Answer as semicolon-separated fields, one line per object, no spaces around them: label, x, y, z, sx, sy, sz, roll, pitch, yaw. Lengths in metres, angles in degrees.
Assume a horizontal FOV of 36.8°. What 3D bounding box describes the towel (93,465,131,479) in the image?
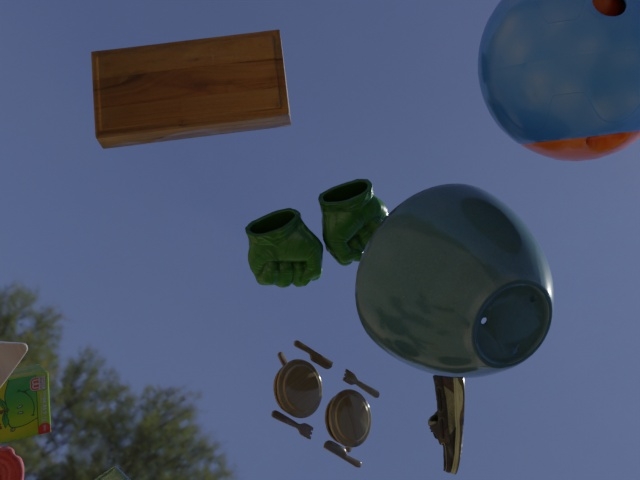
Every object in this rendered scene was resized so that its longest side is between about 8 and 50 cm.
towel;-0.283;0.512;1.484;0.248;0.038;0.325;-37;-75;20

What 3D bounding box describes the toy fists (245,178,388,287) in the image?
toy fists;0.000;0.000;1.786;0.096;0.279;0.142;49;-20;56

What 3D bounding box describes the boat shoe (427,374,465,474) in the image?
boat shoe;0.256;0.369;1.961;0.073;0.080;0.223;3;-73;9

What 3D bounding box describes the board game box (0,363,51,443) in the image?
board game box;-0.470;0.237;1.330;0.043;0.181;0.092;18;-69;52

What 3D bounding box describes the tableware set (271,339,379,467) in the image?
tableware set;-0.001;0.245;1.439;0.194;0.128;0.039;36;-33;-30

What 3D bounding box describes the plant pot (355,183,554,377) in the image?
plant pot;0.223;0.083;1.389;0.195;0.290;0.290;39;-37;58

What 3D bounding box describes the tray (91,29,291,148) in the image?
tray;-0.279;-0.328;2.072;0.076;0.411;0.202;80;3;-73

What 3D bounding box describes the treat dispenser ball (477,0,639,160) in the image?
treat dispenser ball;0.375;-0.261;1.408;0.288;0.288;0.288;31;-45;37

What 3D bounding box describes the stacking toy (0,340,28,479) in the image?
stacking toy;-0.479;0.209;1.066;0.130;0.309;0.279;172;-67;-73
